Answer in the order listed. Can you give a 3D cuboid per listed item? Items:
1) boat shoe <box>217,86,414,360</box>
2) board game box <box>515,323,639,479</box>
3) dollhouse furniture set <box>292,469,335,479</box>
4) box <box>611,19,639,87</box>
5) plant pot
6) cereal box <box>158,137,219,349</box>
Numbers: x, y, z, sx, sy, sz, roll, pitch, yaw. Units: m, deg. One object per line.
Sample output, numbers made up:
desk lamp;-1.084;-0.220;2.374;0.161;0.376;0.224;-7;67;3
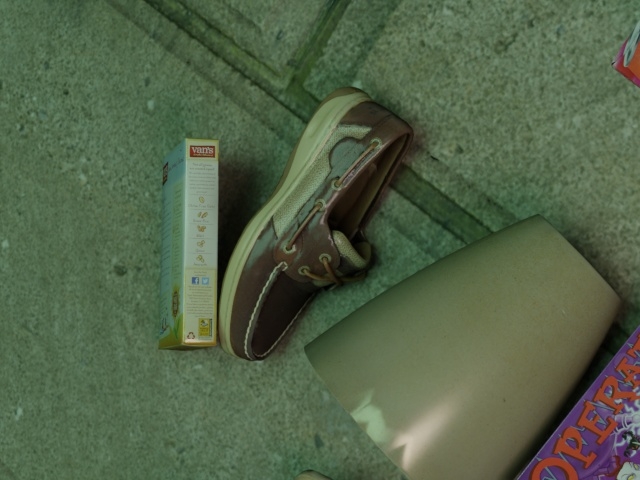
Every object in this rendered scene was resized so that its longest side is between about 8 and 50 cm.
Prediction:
boat shoe;0.000;0.000;2.015;0.123;0.123;0.342;33;99;30
board game box;0.366;0.171;1.713;0.208;0.056;0.347;33;80;37
dollhouse furniture set;-0.131;0.471;1.918;0.256;0.362;0.394;24;128;31
box;0.403;-0.163;1.681;0.128;0.257;0.122;41;108;30
plant pot;0.167;0.109;1.836;0.274;0.256;0.256;-44;62;4
cereal box;-0.155;0.008;2.098;0.173;0.047;0.240;161;111;-76
